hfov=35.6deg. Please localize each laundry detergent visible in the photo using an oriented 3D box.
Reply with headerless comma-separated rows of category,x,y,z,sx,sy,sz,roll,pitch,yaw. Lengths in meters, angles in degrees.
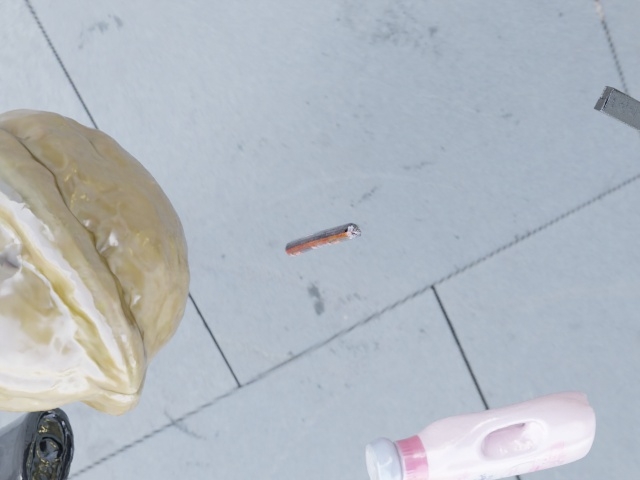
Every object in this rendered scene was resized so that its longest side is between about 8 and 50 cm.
laundry detergent,0.235,0.304,1.474,0.335,0.088,0.159,-9,135,-13

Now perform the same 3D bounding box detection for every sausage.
sausage,0.000,0.000,1.430,0.028,0.198,0.025,19,71,-28

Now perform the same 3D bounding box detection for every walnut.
walnut,-0.340,0.023,1.210,0.384,0.383,0.383,-4,107,-13

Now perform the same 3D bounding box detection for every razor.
razor,-0.522,0.397,1.599,0.349,0.204,0.113,-29,133,33

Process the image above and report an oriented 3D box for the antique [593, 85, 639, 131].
antique,0.384,-0.138,1.162,0.192,0.015,0.031,15,103,-40
